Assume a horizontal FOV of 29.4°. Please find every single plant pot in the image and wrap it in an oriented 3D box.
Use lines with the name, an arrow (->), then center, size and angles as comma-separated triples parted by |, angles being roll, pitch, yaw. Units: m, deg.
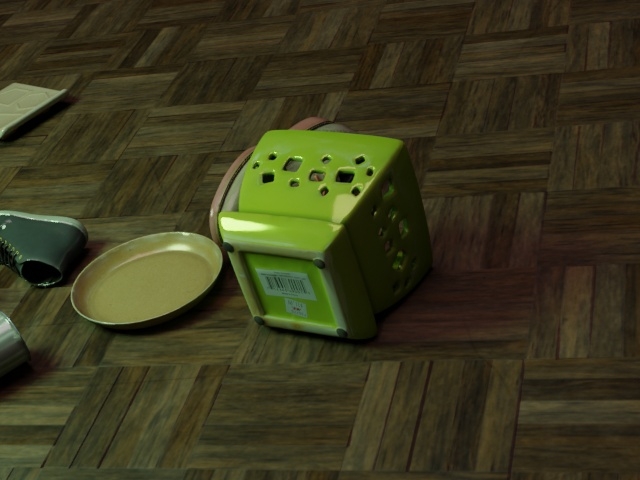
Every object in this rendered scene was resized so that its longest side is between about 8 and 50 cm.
plant pot -> -0.259, 0.065, 1.847 | 0.236, 0.032, 0.236 | -10, 31, 6
plant pot -> 0.000, 0.000, 1.677 | 0.228, 0.227, 0.207 | 7, 43, 30

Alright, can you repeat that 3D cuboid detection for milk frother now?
milk frother -> -0.508, 0.140, 1.720 | 0.134, 0.143, 0.129 | -33, 29, -25

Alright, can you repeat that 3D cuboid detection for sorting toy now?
sorting toy -> -0.643, -0.263, 2.508 | 0.208, 0.038, 0.193 | 9, 38, 40

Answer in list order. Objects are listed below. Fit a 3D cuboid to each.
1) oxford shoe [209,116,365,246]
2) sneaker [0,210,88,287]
oxford shoe -> -0.040, -0.096, 1.929 | 0.130, 0.123, 0.348 | 14, 41, 33
sneaker -> -0.497, 0.016, 1.966 | 0.222, 0.083, 0.118 | -3, 34, 15
